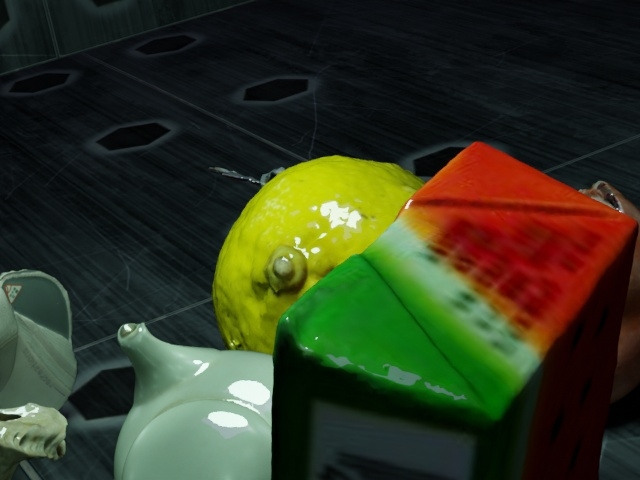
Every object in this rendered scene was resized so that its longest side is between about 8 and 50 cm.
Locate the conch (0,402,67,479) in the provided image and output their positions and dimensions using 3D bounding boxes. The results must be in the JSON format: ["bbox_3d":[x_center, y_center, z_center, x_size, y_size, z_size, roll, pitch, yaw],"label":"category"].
[{"bbox_3d":[-0.394,0.234,1.297,0.324,0.186,0.263,1,3,-19],"label":"conch"}]

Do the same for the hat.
[{"bbox_3d":[-0.375,0.126,1.459,0.232,0.275,0.161,-24,51,21],"label":"hat"}]

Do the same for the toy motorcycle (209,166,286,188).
[{"bbox_3d":[0.000,0.000,1.723,0.401,0.134,0.207,15,34,43],"label":"toy motorcycle"}]

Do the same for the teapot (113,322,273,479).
[{"bbox_3d":[-0.108,0.236,1.163,0.220,0.318,0.149,26,4,23],"label":"teapot"}]

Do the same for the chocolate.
[{"bbox_3d":[0.099,0.153,1.061,0.161,0.360,0.341,16,32,23],"label":"chocolate"}]

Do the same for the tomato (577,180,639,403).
[{"bbox_3d":[0.275,0.060,1.410,0.112,0.228,0.199,13,19,-19],"label":"tomato"}]

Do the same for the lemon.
[{"bbox_3d":[0.029,0.049,1.387,0.268,0.322,0.268,-10,62,20],"label":"lemon"}]
